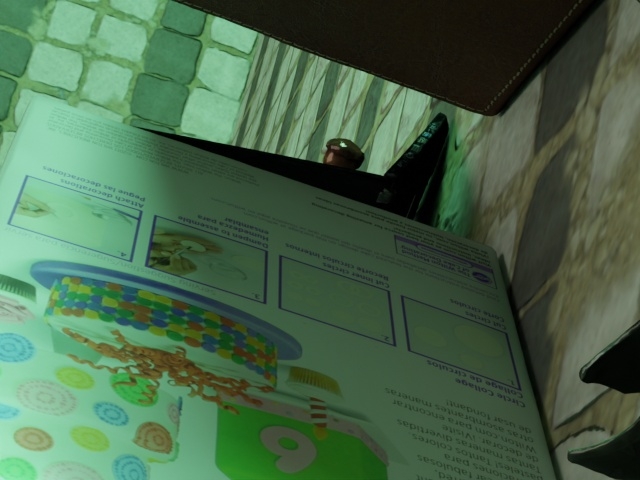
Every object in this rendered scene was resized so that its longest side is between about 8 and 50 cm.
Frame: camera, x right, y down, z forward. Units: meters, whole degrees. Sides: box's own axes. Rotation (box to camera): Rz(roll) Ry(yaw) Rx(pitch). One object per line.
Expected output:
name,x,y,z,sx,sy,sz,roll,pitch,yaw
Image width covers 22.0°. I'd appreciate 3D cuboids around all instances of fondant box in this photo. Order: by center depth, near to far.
fondant box,-0.036,0.073,0.655,0.330,0.238,0.096,-93,23,-66

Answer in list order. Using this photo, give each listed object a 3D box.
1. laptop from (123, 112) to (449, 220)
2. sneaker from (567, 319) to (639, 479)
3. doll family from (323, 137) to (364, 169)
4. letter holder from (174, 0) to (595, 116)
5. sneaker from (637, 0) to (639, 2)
laptop,-0.047,0.035,0.935,0.264,0.136,0.234,-49,-19,-68
sneaker,0.121,0.000,0.309,0.170,0.089,0.051,117,167,-48
doll family,0.000,0.000,1.073,0.111,0.076,0.193,-56,5,-7
letter holder,0.048,-0.211,0.769,0.302,0.214,0.152,127,159,-67
sneaker,0.127,-0.106,0.583,0.135,0.058,0.052,-132,60,-81
